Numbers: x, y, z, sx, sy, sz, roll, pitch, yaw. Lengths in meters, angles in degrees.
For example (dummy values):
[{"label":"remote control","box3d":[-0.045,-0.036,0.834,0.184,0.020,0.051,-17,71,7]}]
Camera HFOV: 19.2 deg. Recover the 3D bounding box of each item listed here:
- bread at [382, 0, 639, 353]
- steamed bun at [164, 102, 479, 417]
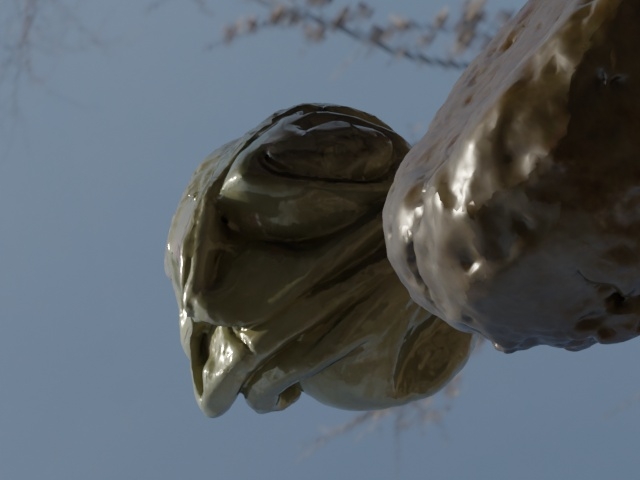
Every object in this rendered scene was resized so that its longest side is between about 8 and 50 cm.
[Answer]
[{"label":"bread","box3d":[0.129,-0.051,0.777,0.123,0.230,0.230,37,-136,-6]},{"label":"steamed bun","box3d":[0.000,0.000,1.605,0.268,0.207,0.280,-9,-140,-5]}]
